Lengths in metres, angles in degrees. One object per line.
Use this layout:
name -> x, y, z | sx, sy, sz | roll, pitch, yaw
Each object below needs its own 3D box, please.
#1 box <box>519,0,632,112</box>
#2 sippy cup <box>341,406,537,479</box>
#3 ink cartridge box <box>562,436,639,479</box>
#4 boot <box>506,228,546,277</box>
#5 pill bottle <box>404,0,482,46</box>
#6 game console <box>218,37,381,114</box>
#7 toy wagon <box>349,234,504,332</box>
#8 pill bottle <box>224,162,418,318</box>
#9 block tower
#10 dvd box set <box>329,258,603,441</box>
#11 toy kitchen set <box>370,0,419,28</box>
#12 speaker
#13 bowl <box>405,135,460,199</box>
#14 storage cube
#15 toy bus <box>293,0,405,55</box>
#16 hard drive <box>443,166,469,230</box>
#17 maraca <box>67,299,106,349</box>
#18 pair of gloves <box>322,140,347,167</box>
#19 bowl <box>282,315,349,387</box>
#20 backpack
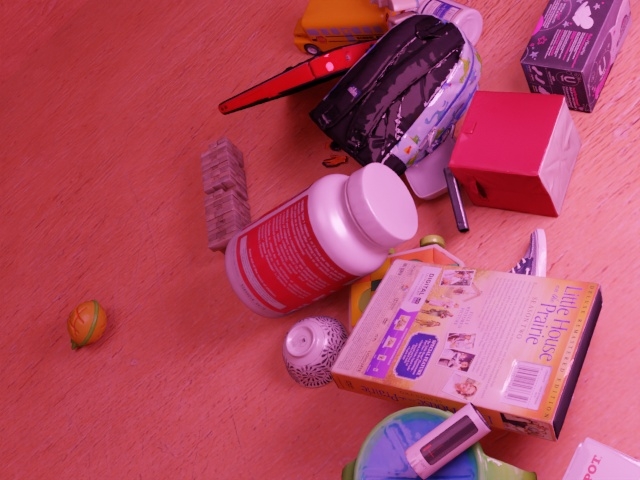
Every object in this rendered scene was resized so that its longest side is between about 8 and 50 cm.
box -> 0.558, -0.427, 1.578 | 0.142, 0.163, 0.247 | 21, 77, 34
sippy cup -> 0.206, 0.433, 1.278 | 0.305, 0.224, 0.240 | 31, 81, 40
ink cartridge box -> 0.512, 0.470, 1.132 | 0.289, 0.121, 0.211 | 22, 78, 38
boot -> 0.401, 0.063, 1.453 | 0.086, 0.069, 0.190 | 3, 65, 13
pill bottle -> 0.303, -0.550, 1.838 | 0.112, 0.112, 0.186 | -50, 50, -1
game console -> -0.034, -0.415, 1.840 | 0.341, 0.386, 0.060 | -14, 101, 29
toy wagon -> 0.222, 0.116, 1.546 | 0.344, 0.068, 0.268 | -14, 58, 25
pill bottle -> 0.000, 0.000, 1.585 | 0.407, 0.229, 0.229 | -29, 51, 36
block tower -> -0.250, -0.113, 1.955 | 0.090, 0.097, 0.336 | -24, 52, 19
dvd box set -> 0.264, 0.178, 1.339 | 0.420, 0.062, 0.308 | 6, 47, 34
toy kitchen set -> 0.211, -0.525, 1.815 | 0.122, 0.207, 0.166 | -14, 29, -13
speaker -> 0.201, 0.319, 1.165 | 0.136, 0.055, 0.055 | -38, 51, 7
bowl -> 0.271, -0.163, 1.681 | 0.141, 0.053, 0.142 | -30, 52, 15
storage cube -> 0.409, -0.183, 1.521 | 0.193, 0.183, 0.215 | 12, 71, 35
toy bus -> 0.067, -0.590, 1.996 | 0.332, 0.130, 0.108 | 9, 69, 35
hard drive -> 0.291, -0.086, 1.566 | 0.022, 0.094, 0.135 | -14, 84, 14
maraca -> -0.648, 0.232, 2.011 | 0.185, 0.099, 0.127 | -33, 44, 46
pair of gloves -> 0.040, -0.226, 1.888 | 0.074, 0.010, 0.083 | -6, 59, 31
bowl -> -0.026, 0.233, 1.629 | 0.170, 0.080, 0.170 | -15, 57, 24
backpack -> 0.196, -0.335, 1.652 | 0.290, 0.273, 0.356 | 44, 110, 39
